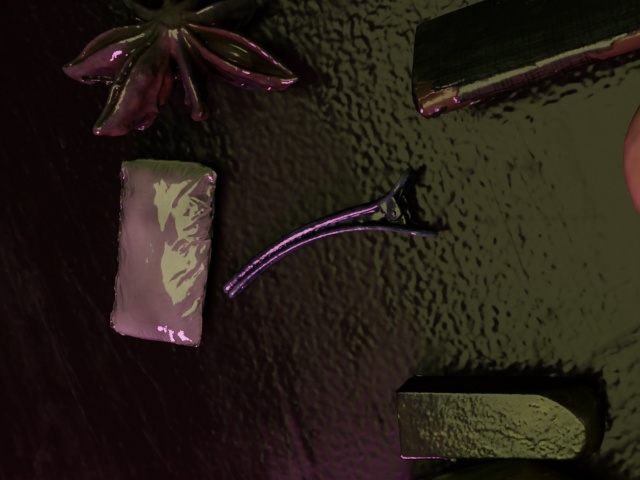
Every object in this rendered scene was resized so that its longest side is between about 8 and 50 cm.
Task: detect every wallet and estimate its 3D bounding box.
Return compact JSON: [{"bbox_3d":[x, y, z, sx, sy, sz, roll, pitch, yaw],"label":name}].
[{"bbox_3d":[0.243,-0.224,1.227,0.317,0.169,0.044,-18,126,20],"label":"wallet"}]

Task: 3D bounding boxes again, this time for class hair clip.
[{"bbox_3d":[0.000,0.000,1.399,0.275,0.048,0.083,-21,91,25],"label":"hair clip"}]

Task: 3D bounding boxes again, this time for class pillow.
[{"bbox_3d":[-0.191,0.014,1.457,0.128,0.051,0.229,11,101,20],"label":"pillow"}]

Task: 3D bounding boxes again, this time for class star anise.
[{"bbox_3d":[-0.170,-0.210,1.394,0.258,0.110,0.198,-23,63,5],"label":"star anise"}]

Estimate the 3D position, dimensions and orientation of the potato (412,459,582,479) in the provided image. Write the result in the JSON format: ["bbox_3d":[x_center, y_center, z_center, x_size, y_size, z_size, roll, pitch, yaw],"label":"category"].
[{"bbox_3d":[0.198,0.320,1.308,0.298,0.141,0.176,7,96,18],"label":"potato"}]

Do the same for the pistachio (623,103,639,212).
[{"bbox_3d":[0.418,-0.128,1.160,0.187,0.187,0.299,39,102,11],"label":"pistachio"}]

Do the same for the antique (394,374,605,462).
[{"bbox_3d":[0.198,0.194,1.328,0.221,0.081,0.080,-3,97,19],"label":"antique"}]
